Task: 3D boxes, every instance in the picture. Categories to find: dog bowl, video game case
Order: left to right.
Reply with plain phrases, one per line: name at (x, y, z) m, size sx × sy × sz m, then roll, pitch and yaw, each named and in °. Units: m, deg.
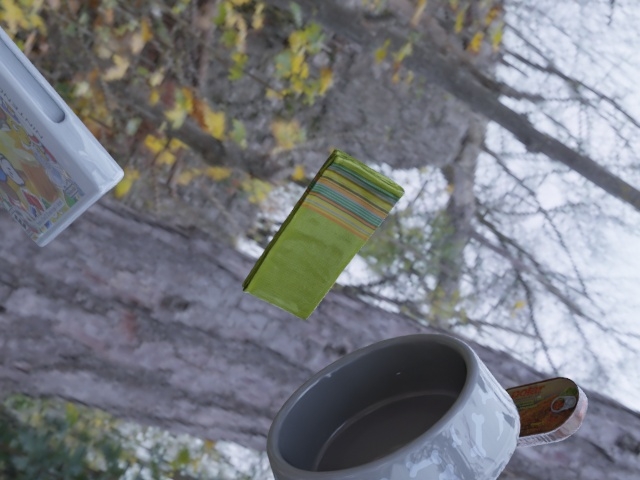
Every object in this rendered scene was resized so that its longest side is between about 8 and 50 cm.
video game case at (-0.249, -0.096, 0.764) m, size 0.026 × 0.206 × 0.227 m, roll -43°, pitch -170°, yaw -25°
dog bowl at (0.084, 0.251, 1.368) m, size 0.349 × 0.102 × 0.348 m, roll -23°, pitch -160°, yaw 9°

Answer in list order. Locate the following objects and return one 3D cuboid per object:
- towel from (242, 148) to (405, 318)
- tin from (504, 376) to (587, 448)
towel at (0.000, 0.000, 1.276) m, size 0.237 × 0.102 × 0.021 m, roll -54°, pitch -165°, yaw 29°
tin at (0.342, 0.279, 1.646) m, size 0.190 × 0.040 × 0.106 m, roll -21°, pitch -141°, yaw 42°
